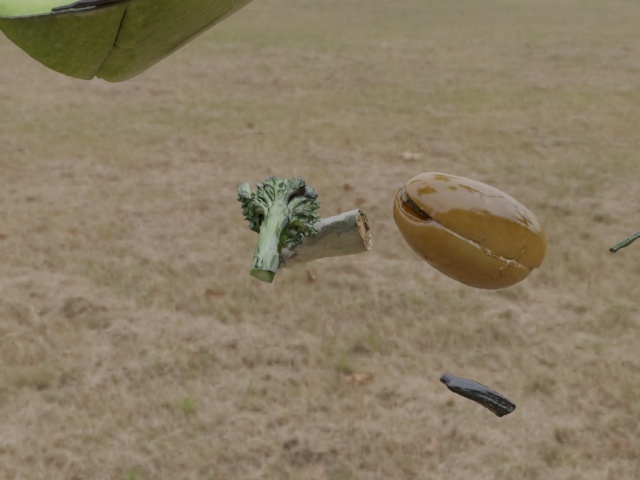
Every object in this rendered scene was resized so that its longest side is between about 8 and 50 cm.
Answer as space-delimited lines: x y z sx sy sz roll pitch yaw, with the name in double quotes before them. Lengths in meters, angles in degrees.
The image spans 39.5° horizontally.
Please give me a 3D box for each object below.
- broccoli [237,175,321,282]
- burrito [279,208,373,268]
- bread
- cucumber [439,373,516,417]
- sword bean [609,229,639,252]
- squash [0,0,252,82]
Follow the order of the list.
"broccoli" -0.069 -0.012 1.306 0.118 0.122 0.204 -4 34 15
"burrito" 0.000 0.000 1.449 0.226 0.060 0.087 -15 -38 40
"bread" 0.166 -0.006 0.982 0.189 0.114 0.077 25 32 -18
"cucumber" 0.238 0.230 1.338 0.135 0.034 0.033 31 11 -26
"sword bean" 0.403 -0.006 1.131 0.083 0.012 0.012 -28 26 -10
"squash" -0.095 -0.289 0.705 0.309 0.234 0.210 -27 -28 33
